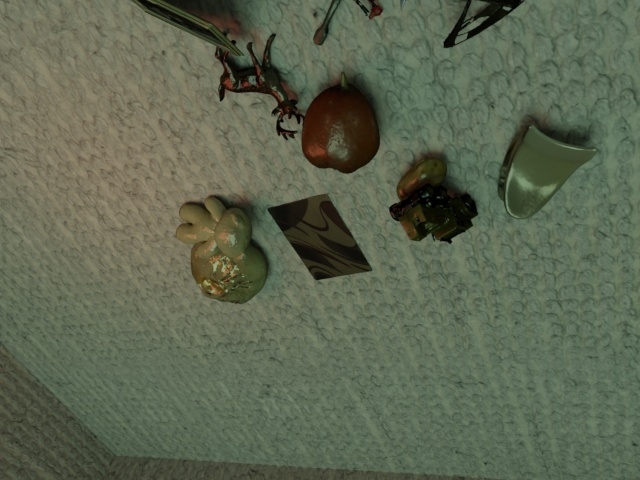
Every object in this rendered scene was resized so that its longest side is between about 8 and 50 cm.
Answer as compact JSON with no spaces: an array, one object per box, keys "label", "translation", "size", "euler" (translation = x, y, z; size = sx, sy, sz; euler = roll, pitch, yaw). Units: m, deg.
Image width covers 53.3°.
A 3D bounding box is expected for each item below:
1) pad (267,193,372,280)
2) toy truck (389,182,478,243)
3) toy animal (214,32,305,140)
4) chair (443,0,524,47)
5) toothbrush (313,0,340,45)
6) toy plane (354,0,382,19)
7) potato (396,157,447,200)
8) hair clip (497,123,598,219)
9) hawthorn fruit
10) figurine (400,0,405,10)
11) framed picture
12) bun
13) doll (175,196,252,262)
[{"label":"pad","translation":[0.000,0.000,1.988],"size":[0.220,0.004,0.330],"euler":[-12,128,30]},{"label":"toy truck","translation":[0.310,-0.060,1.670],"size":[0.257,0.127,0.127],"euler":[3,149,-46]},{"label":"toy animal","translation":[-0.149,-0.392,1.617],"size":[0.243,0.087,0.260],"euler":[15,135,25]},{"label":"chair","translation":[0.334,-0.482,1.280],"size":[0.149,0.174,0.213],"euler":[18,126,8]},{"label":"toothbrush","translation":[0.049,-0.558,1.405],"size":[0.030,0.030,0.297],"euler":[28,135,-3]},{"label":"toy plane","translation":[0.090,-0.538,1.382],"size":[0.060,0.037,0.145],"euler":[-29,137,28]},{"label":"potato","translation":[0.265,-0.154,1.680],"size":[0.107,0.080,0.170],"euler":[-13,160,-27]},{"label":"hair clip","translation":[0.529,-0.166,1.569],"size":[0.172,0.113,0.282],"euler":[19,131,1]},{"label":"hawthorn fruit","translation":[0.049,-0.294,1.566],"size":[0.199,0.199,0.251],"euler":[8,123,12]},{"label":"figurine","translation":[0.175,-0.578,1.273],"size":[0.184,0.128,0.208],"euler":[15,141,9]},{"label":"framed picture","translation":[-0.332,-0.505,1.443],"size":[0.296,0.232,0.019],"euler":[28,95,10]},{"label":"bun","translation":[-0.313,0.106,2.106],"size":[0.287,0.146,0.287],"euler":[9,133,10]},{"label":"doll","translation":[-0.325,-0.043,1.981],"size":[0.278,0.149,0.175],"euler":[14,127,26]}]
